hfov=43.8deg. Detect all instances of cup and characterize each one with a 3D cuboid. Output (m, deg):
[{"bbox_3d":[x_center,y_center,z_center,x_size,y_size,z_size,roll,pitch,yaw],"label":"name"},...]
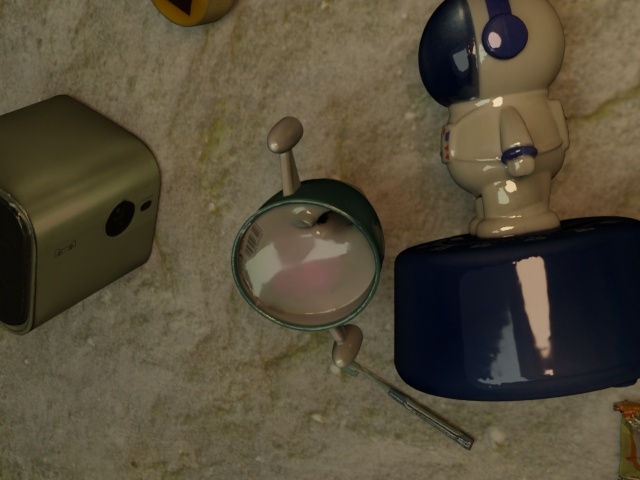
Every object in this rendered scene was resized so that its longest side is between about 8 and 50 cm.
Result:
[{"bbox_3d":[0.000,0.000,0.941,0.167,0.173,0.299,-11,107,17],"label":"cup"}]

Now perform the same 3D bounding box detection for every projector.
[{"bbox_3d":[-0.419,-0.045,1.189,0.248,0.249,0.248,31,128,19],"label":"projector"}]

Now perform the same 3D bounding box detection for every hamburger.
[{"bbox_3d":[-0.153,-0.329,0.958,0.126,0.081,0.141,27,139,25],"label":"hamburger"}]

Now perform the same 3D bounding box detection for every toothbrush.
[{"bbox_3d":[0.113,0.222,1.094,0.219,0.016,0.019,30,129,21],"label":"toothbrush"}]

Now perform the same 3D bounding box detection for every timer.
[{"bbox_3d":[0.180,-0.061,0.774,0.270,0.270,0.383,-7,93,39],"label":"timer"}]

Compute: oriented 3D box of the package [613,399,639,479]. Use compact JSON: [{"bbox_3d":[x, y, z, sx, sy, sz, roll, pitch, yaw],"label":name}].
[{"bbox_3d":[0.385,0.234,0.890,0.108,0.031,0.120,4,116,35],"label":"package"}]
